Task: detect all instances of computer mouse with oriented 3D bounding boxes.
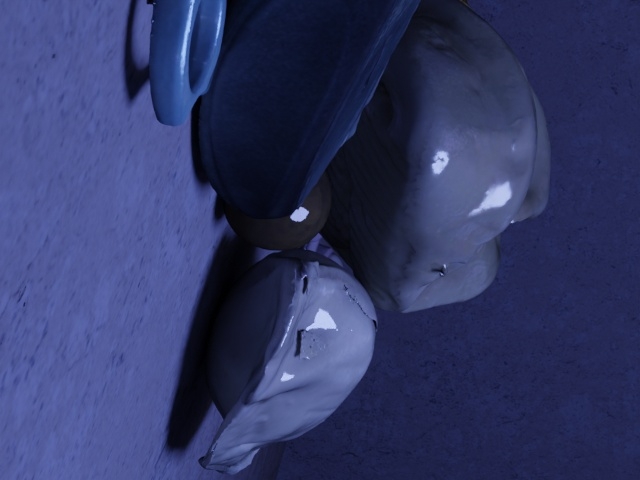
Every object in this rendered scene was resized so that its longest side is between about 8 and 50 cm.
[{"bbox_3d":[-0.004,-0.158,0.793,0.203,0.114,0.374,-56,176,-38],"label":"computer mouse"}]

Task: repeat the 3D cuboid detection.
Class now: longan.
[{"bbox_3d":[-0.044,-0.046,0.984,0.119,0.106,0.106,55,38,-32],"label":"longan"}]

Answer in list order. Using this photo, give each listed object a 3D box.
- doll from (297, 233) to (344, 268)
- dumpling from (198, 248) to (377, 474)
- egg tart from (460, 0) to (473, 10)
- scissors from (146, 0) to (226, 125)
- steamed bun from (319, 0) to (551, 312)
[{"bbox_3d":[-0.001,0.000,1.646,0.160,0.094,0.365,-62,168,-51],"label":"doll"},{"bbox_3d":[-0.046,0.140,1.161,0.260,0.181,0.341,-63,-164,-7],"label":"dumpling"},{"bbox_3d":[0.117,-0.242,1.716,0.388,0.169,0.388,17,90,-89],"label":"egg tart"},{"bbox_3d":[-0.067,-0.196,0.517,0.360,0.029,0.191,87,16,-71],"label":"scissors"},{"bbox_3d":[0.129,-0.101,1.237,0.368,0.255,0.342,100,-26,-43],"label":"steamed bun"}]
